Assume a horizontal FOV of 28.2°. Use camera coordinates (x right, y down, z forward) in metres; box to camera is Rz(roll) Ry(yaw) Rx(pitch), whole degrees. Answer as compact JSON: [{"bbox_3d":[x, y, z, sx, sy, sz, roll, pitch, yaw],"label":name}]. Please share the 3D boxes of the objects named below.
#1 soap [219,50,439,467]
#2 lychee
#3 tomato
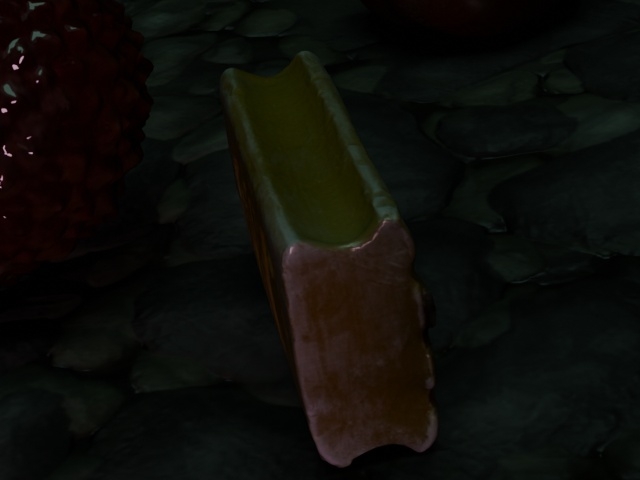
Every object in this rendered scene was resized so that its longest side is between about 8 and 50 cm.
[{"bbox_3d":[0.000,0.000,0.708,0.073,0.140,0.232,-12,30,-6],"label":"soap"},{"bbox_3d":[-0.237,-0.094,0.811,0.264,0.264,0.300,8,12,26],"label":"lychee"},{"bbox_3d":[0.132,-0.248,1.156,0.237,0.095,0.236,-3,28,2],"label":"tomato"}]
